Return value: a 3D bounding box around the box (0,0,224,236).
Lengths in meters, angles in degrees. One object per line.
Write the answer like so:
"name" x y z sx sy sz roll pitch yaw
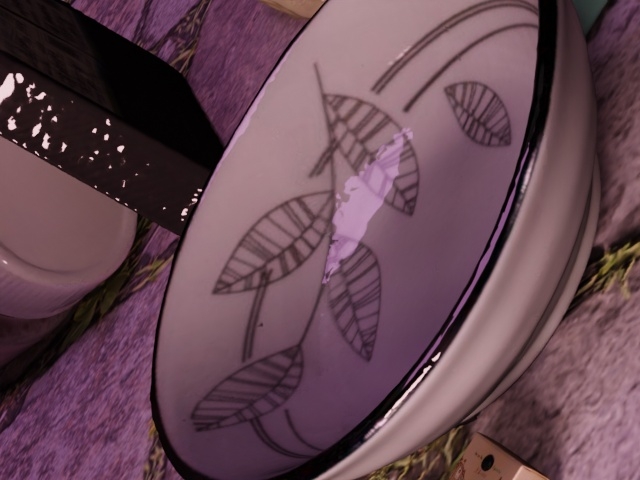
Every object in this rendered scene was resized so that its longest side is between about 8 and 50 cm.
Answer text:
"box" -0.179 -0.114 1.463 0.058 0.211 0.350 -57 20 11

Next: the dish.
"dish" 0.046 -0.004 0.946 0.316 0.106 0.316 -45 29 33

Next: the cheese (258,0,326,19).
"cheese" -0.015 -0.239 1.426 0.159 0.093 0.263 -55 20 3

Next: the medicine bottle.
"medicine bottle" -0.272 0.015 1.565 0.273 0.165 0.165 -35 31 50

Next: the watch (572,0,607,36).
"watch" 0.108 -0.173 1.087 0.237 0.068 0.195 -56 22 11

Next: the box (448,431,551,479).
"box" 0.063 0.128 0.845 0.083 0.024 0.053 -61 21 0
